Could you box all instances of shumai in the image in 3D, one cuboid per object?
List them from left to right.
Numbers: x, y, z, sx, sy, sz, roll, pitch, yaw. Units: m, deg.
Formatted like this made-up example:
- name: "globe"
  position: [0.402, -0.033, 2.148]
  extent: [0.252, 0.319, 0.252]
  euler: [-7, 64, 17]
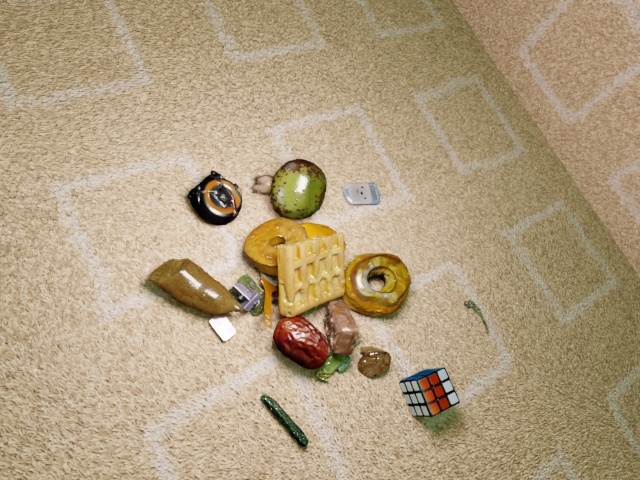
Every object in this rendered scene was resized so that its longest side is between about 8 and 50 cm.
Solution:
- name: "shumai"
  position: [0.235, 0.514, 1.874]
  extent: [0.123, 0.139, 0.105]
  euler: [65, 26, -19]

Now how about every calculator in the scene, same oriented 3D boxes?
- name: "calculator"
  position: [0.213, -0.236, 2.197]
  extent: [0.210, 0.039, 0.121]
  euler: [-2, 71, -22]

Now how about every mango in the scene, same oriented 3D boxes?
- name: "mango"
  position: [0.000, 0.000, 1.971]
  extent: [0.252, 0.126, 0.154]
  euler: [33, 50, -4]

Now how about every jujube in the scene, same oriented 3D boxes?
- name: "jujube"
  position: [-0.077, 0.402, 1.743]
  extent: [0.243, 0.183, 0.183]
  euler: [33, 61, -6]

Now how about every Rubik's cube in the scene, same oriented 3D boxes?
- name: "Rubik's cube"
  position: [0.462, 0.646, 1.858]
  extent: [0.160, 0.162, 0.163]
  euler: [-15, 74, -24]

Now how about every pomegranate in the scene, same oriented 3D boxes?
- name: "pomegranate"
  position: [-0.146, -0.239, 1.961]
  extent: [0.340, 0.285, 0.285]
  euler: [14, 62, 14]

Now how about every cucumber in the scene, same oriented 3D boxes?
- name: "cucumber"
  position: [-0.138, 0.692, 1.681]
  extent: [0.257, 0.043, 0.044]
  euler: [47, 56, 3]

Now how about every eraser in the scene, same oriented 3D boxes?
- name: "eraser"
  position: [-0.392, 0.346, 1.736]
  extent: [0.065, 0.026, 0.105]
  euler: [-38, 85, -31]

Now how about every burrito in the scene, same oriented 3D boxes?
- name: "burrito"
  position: [0.092, 0.493, 1.846]
  extent: [0.104, 0.054, 0.288]
  euler: [47, 59, 0]

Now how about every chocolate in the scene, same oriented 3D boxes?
- name: "chocolate"
  position: [0.077, 0.364, 1.794]
  extent: [0.093, 0.149, 0.214]
  euler: [4, 27, -16]

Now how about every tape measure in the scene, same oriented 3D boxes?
- name: "tape measure"
  position: [-0.443, -0.175, 1.869]
  extent: [0.223, 0.135, 0.202]
  euler: [43, 52, -6]

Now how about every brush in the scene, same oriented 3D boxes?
- name: "brush"
  position: [-0.211, 0.232, 1.753]
  extent: [0.090, 0.017, 0.314]
  euler: [38, 25, -28]

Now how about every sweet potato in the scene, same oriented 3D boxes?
- name: "sweet potato"
  position: [-0.477, 0.198, 1.703]
  extent: [0.369, 0.158, 0.158]
  euler: [38, 61, -10]

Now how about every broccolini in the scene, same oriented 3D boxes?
- name: "broccolini"
  position: [0.785, 0.376, 2.155]
  extent: [0.054, 0.052, 0.194]
  euler: [-26, 80, -24]

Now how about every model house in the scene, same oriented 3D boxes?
- name: "model house"
  position: [-0.290, 0.223, 1.769]
  extent: [0.117, 0.088, 0.167]
  euler: [-45, 88, -7]

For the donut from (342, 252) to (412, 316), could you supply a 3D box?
- name: "donut"
  position: [0.256, 0.196, 1.968]
  extent: [0.329, 0.160, 0.330]
  euler: [5, 75, -18]

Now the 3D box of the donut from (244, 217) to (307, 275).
- name: "donut"
  position: [-0.180, 0.032, 1.852]
  extent: [0.277, 0.109, 0.278]
  euler: [-2, 46, 3]

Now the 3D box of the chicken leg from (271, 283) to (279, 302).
- name: "chicken leg"
  position: [-0.135, 0.207, 1.862]
  extent: [0.205, 0.093, 0.053]
  euler: [-36, 123, -19]

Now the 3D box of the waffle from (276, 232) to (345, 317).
- name: "waffle"
  position: [-0.027, 0.135, 1.781]
  extent: [0.348, 0.077, 0.305]
  euler: [-15, 109, -41]
